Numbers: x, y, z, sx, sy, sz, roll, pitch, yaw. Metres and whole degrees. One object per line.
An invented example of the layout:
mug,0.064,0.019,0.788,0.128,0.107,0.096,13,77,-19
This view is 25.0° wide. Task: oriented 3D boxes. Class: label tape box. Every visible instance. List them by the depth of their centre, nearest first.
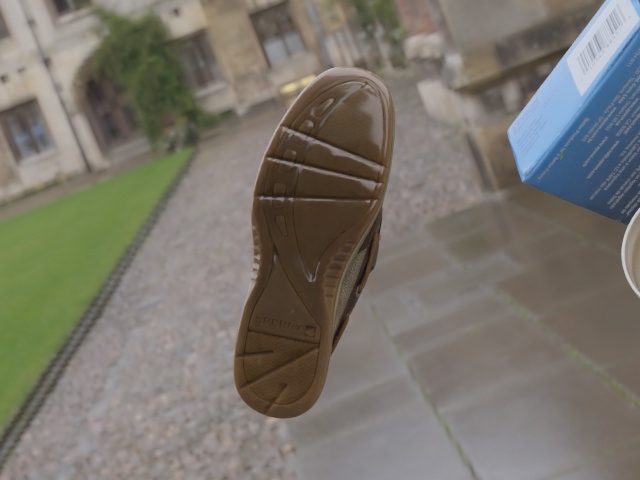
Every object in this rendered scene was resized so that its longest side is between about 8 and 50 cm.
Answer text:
label tape box,0.421,-0.125,1.656,0.241,0.333,0.106,-55,26,31

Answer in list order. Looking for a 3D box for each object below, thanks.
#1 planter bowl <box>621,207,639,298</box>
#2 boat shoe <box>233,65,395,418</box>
planter bowl,0.361,0.032,1.286,0.162,0.109,0.162,-15,49,17
boat shoe,0.000,0.000,1.408,0.123,0.342,0.123,12,6,11
